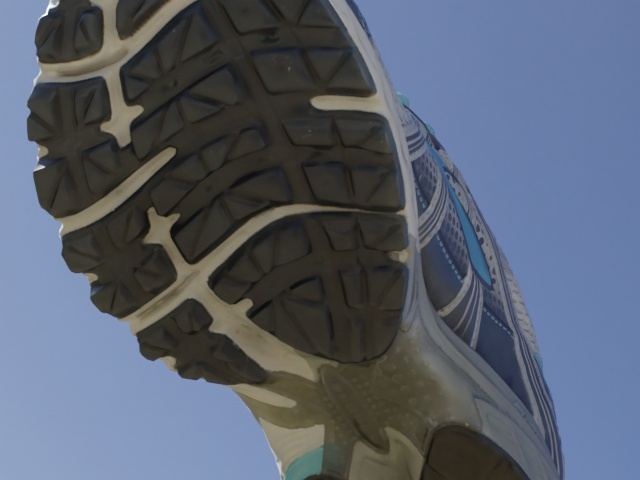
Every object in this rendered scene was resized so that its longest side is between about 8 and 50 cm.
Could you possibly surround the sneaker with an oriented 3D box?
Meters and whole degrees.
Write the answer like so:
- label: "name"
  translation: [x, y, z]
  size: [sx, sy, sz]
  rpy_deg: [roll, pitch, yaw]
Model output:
- label: "sneaker"
  translation: [0.000, 0.000, 0.566]
  size: [0.110, 0.122, 0.283]
  rpy_deg: [-15, -60, 18]
